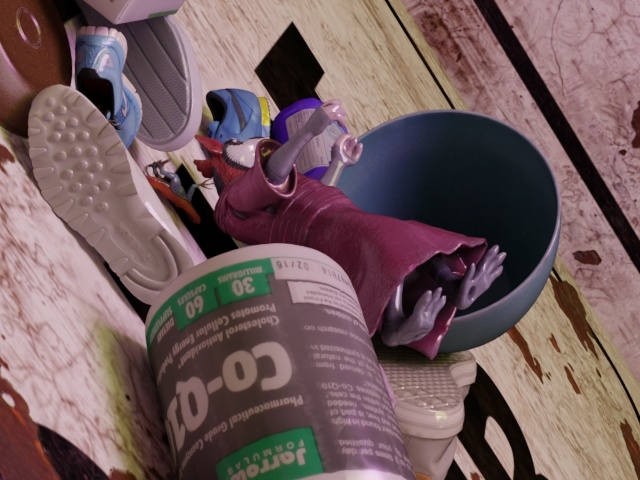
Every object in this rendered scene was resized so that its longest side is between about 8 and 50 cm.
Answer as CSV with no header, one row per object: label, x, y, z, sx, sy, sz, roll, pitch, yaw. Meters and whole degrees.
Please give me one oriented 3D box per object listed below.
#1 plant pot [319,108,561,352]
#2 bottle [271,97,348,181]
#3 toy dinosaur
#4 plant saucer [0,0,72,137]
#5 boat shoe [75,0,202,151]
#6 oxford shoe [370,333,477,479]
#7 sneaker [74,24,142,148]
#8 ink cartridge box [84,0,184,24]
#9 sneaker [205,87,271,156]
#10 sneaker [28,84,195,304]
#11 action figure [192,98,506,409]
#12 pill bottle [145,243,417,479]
plant pot,0.147,0.018,2.098,0.195,0.290,0.290,68,3,-56
bottle,0.005,-0.057,2.276,0.118,0.092,0.283,49,20,-40
toy dinosaur,-0.159,-0.047,1.910,0.090,0.047,0.082,-34,106,-41
plant saucer,-0.288,-0.196,1.681,0.198,0.036,0.199,52,26,-40
boat shoe,-0.195,-0.222,1.944,0.094,0.109,0.302,32,30,-62
oxford shoe,0.096,0.189,2.101,0.449,0.169,0.130,-71,174,-78
sneaker,-0.220,-0.137,1.766,0.162,0.063,0.073,81,15,-53
ink cartridge box,-0.255,-0.354,1.791,0.289,0.121,0.211,38,16,4
sneaker,-0.099,-0.090,2.104,0.082,0.069,0.209,9,54,-27
sneaker,-0.203,-0.047,1.688,0.235,0.090,0.095,61,6,-20
action figure,0.000,0.000,1.936,0.370,0.276,0.248,26,-2,24
pill bottle,-0.024,0.199,1.563,0.204,0.204,0.361,40,25,-50
